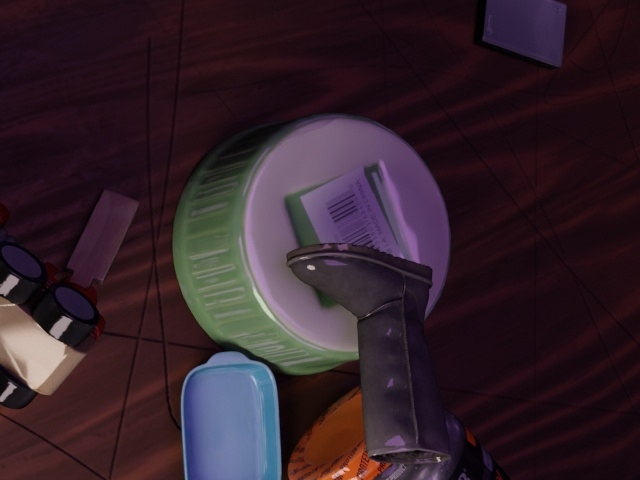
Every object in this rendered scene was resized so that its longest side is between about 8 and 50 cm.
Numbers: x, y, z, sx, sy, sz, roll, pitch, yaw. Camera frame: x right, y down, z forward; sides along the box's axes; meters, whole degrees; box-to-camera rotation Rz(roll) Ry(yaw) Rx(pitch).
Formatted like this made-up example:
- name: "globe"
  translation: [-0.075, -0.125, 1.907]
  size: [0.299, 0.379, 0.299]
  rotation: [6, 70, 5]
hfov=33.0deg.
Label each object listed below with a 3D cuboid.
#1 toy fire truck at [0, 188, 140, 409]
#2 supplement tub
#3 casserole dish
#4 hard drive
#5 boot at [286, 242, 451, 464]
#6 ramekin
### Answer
- name: "toy fire truck"
  translation: [-0.296, 0.014, 1.083]
  size: [0.217, 0.246, 0.158]
  rotation: [39, 104, -7]
- name: "supplement tub"
  translation: [0.131, 0.328, 1.217]
  size: [0.338, 0.207, 0.207]
  rotation: [49, 65, -14]
- name: "casserole dish"
  translation: [-0.103, 0.217, 1.201]
  size: [0.114, 0.037, 0.188]
  rotation: [-2, 87, -26]
- name: "hard drive"
  translation: [0.274, -0.297, 1.477]
  size: [0.135, 0.022, 0.094]
  rotation: [13, 78, -26]
- name: "boot"
  translation: [0.049, 0.115, 1.090]
  size: [0.190, 0.076, 0.208]
  rotation: [12, 70, -26]
- name: "ramekin"
  translation: [0.000, 0.000, 1.223]
  size: [0.303, 0.148, 0.303]
  rotation: [4, 82, -27]
